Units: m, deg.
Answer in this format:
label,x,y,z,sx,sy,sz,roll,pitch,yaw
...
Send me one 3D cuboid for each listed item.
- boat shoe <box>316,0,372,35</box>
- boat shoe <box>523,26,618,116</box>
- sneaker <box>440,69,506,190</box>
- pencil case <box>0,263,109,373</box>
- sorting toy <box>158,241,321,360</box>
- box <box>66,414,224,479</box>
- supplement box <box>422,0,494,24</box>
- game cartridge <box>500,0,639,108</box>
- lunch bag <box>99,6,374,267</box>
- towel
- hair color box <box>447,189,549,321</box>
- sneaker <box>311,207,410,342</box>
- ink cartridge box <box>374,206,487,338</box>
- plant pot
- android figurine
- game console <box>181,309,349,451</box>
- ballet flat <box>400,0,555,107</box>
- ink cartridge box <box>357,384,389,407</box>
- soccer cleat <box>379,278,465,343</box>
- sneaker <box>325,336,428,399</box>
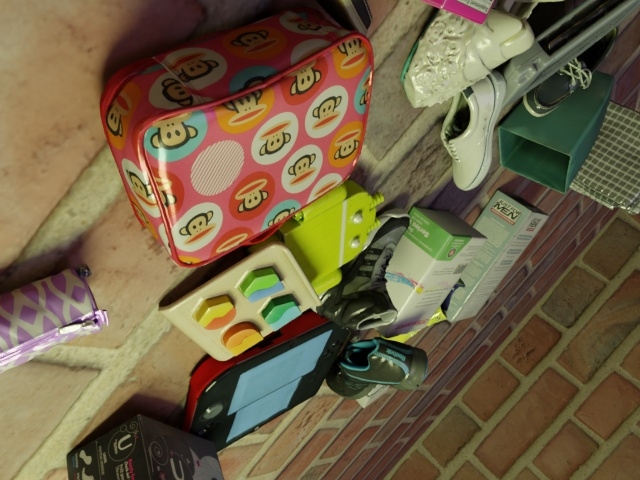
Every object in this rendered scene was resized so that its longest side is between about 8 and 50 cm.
label,x,y,z,sx,sy,sz,roll,pitch,yaw
boat shoe,0.009,-0.297,0.502,0.073,0.080,0.223,-46,145,7
boat shoe,0.521,-0.356,1.030,0.254,0.095,0.079,-41,-172,-13
sneaker,0.270,-0.198,0.945,0.091,0.094,0.258,-18,137,-12
pencil case,-0.331,0.104,0.520,0.206,0.088,0.086,-28,142,-29
sorting toy,-0.112,0.108,0.775,0.208,0.038,0.193,-29,141,-1
box,-0.269,0.417,0.826,0.142,0.163,0.247,-32,143,2
supplement box,0.175,-0.386,0.577,0.114,0.111,0.220,-9,132,-47
game cartridge,0.443,-0.358,0.895,0.297,0.062,0.198,-36,178,3
lunch bag,-0.075,-0.102,0.576,0.293,0.120,0.258,-32,146,-26
towel,0.761,-0.228,1.310,0.235,0.284,0.121,-51,148,3
hair color box,0.471,0.049,1.424,0.185,0.113,0.374,2,124,-52
sneaker,0.112,0.072,0.966,0.268,0.153,0.101,-47,149,-1
ink cartridge box,0.226,0.073,1.143,0.201,0.117,0.278,2,124,-51
plant pot,0.541,-0.267,1.124,0.234,0.166,0.165,-53,149,-7
android figurine,0.000,0.000,0.847,0.273,0.056,0.248,-28,143,-27
game console,-0.108,0.303,1.044,0.386,0.060,0.342,-17,137,-40
ballet flat,0.281,-0.357,0.722,0.409,0.147,0.147,-54,148,11
ink cartridge box,0.164,0.417,1.499,0.109,0.063,0.150,-22,140,-37
soccer cleat,0.265,0.192,1.319,0.289,0.121,0.093,-56,148,13
sneaker,0.094,0.282,1.159,0.341,0.140,0.125,-35,-148,52
